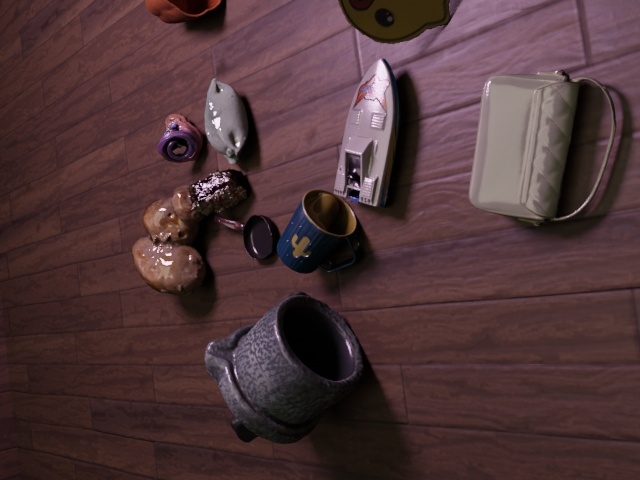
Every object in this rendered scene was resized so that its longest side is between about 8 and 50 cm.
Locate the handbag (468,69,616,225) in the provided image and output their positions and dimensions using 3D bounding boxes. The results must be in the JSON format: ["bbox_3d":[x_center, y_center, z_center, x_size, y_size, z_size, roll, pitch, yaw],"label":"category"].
[{"bbox_3d":[0.368,-0.153,1.104,0.219,0.079,0.256,13,103,32],"label":"handbag"}]

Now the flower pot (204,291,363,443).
[{"bbox_3d":[-0.098,0.277,1.443,0.283,0.299,0.299,-46,62,32],"label":"flower pot"}]

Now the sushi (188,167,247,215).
[{"bbox_3d":[-0.259,-0.122,1.696,0.150,0.090,0.078,-21,62,10],"label":"sushi"}]

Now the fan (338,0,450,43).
[{"bbox_3d":[0.104,-0.494,1.204,0.229,0.335,0.011,-49,22,30],"label":"fan"}]

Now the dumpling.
[{"bbox_3d":[-0.253,-0.294,1.679,0.149,0.105,0.216,-19,84,37],"label":"dumpling"}]

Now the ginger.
[{"bbox_3d":[-0.406,-0.010,1.820,0.245,0.155,0.304,18,106,38],"label":"ginger"}]

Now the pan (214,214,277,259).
[{"bbox_3d":[-0.186,-0.024,1.680,0.212,0.040,0.114,24,110,34],"label":"pan"}]

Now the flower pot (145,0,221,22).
[{"bbox_3d":[-0.370,-0.655,1.735,0.173,0.191,0.190,0,93,59],"label":"flower pot"}]

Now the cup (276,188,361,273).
[{"bbox_3d":[0.000,0.000,1.455,0.176,0.131,0.155,43,130,4],"label":"cup"}]

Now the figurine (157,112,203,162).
[{"bbox_3d":[-0.376,-0.286,1.818,0.114,0.126,0.157,-11,43,13],"label":"figurine"}]

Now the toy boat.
[{"bbox_3d":[0.100,-0.219,1.348,0.129,0.088,0.295,22,108,42],"label":"toy boat"}]
